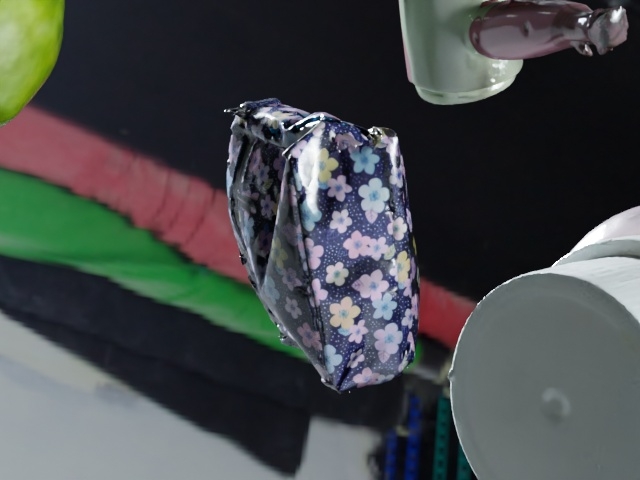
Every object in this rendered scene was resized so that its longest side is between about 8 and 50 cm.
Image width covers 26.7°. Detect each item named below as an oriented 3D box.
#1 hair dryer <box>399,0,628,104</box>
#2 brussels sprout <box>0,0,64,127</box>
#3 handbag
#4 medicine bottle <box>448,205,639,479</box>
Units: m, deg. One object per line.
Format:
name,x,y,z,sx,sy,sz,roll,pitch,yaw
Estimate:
hair dryer,0.082,-0.102,0.569,0.054,0.154,0.106,-19,-63,-20
brussels sprout,-0.202,-0.129,0.649,0.143,0.181,0.161,-18,-45,-25
handbag,0.000,0.000,1.079,0.126,0.229,0.208,-15,18,-15
medicine bottle,0.170,0.050,0.574,0.247,0.147,0.147,-6,-12,-45
